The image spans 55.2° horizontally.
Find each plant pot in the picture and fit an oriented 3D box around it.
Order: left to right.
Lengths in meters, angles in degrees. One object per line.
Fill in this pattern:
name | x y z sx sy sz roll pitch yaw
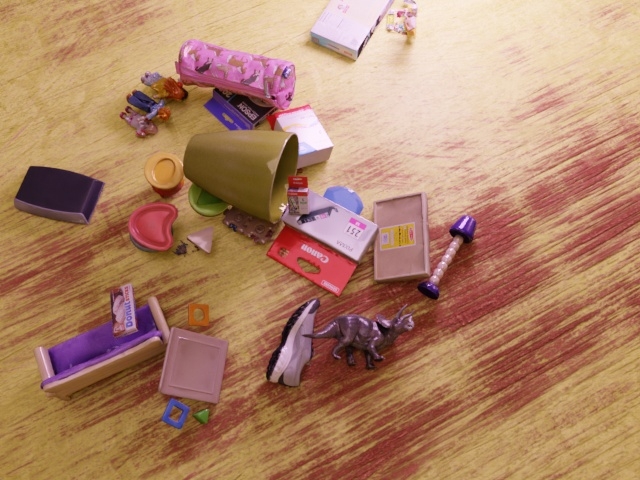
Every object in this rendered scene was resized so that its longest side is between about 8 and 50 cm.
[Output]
plant pot | -0.243 -0.216 1.810 0.294 0.274 0.274 14 69 8

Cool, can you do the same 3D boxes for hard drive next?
hard drive | -0.843 -0.153 1.965 0.255 0.054 0.171 12 69 7

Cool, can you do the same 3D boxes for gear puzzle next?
gear puzzle | -0.162 -0.147 1.953 0.176 0.044 0.338 26 69 13

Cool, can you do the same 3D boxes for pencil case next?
pencil case | -0.273 -0.544 2.000 0.387 0.167 0.160 17 92 10

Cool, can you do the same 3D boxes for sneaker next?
sneaker | -0.059 0.291 1.752 0.108 0.100 0.271 28 69 -11

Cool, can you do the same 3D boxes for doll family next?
doll family | -0.552 -0.470 2.047 0.163 0.118 0.263 30 72 13

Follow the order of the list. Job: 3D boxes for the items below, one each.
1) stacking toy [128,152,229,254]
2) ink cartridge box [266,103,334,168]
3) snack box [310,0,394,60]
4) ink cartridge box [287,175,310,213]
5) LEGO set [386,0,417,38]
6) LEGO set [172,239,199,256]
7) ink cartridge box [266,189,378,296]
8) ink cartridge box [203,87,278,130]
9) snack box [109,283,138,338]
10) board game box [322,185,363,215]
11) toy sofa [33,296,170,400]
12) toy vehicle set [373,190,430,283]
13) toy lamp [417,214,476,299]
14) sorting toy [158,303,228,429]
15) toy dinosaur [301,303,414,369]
stacking toy | -0.439 -0.088 1.908 0.280 0.130 0.308 17 70 -8
ink cartridge box | -0.071 -0.356 1.993 0.134 0.078 0.231 -20 66 -22
snack box | 0.121 -0.812 2.194 0.187 0.060 0.321 27 72 11
ink cartridge box | -0.066 -0.135 1.818 0.063 0.115 0.029 3 35 9
LEGO set | 0.282 -0.771 2.135 0.107 0.132 0.286 4 46 9
LEGO set | -0.419 0.028 1.901 0.083 0.023 0.054 6 70 -10
ink cartridge box | 0.000 0.000 1.856 0.275 0.060 0.238 29 79 14
ink cartridge box | -0.262 -0.472 2.080 0.206 0.045 0.208 42 77 16
snack box | -0.547 0.194 1.701 0.064 0.022 0.178 -20 43 -6
board game box | 0.055 -0.085 1.921 0.133 0.033 0.168 27 81 13
toy sofa | -0.602 0.298 1.713 0.363 0.177 0.150 -24 68 -7
toy vehicle set | 0.243 -0.009 1.847 0.166 0.035 0.266 -9 66 25
toy lamp | 0.385 0.044 1.836 0.080 0.080 0.274 31 72 13
sorting toy | -0.356 0.349 1.709 0.196 0.047 0.347 24 63 -36
toy dinosaur | 0.107 0.272 1.745 0.314 0.121 0.160 3 58 4
